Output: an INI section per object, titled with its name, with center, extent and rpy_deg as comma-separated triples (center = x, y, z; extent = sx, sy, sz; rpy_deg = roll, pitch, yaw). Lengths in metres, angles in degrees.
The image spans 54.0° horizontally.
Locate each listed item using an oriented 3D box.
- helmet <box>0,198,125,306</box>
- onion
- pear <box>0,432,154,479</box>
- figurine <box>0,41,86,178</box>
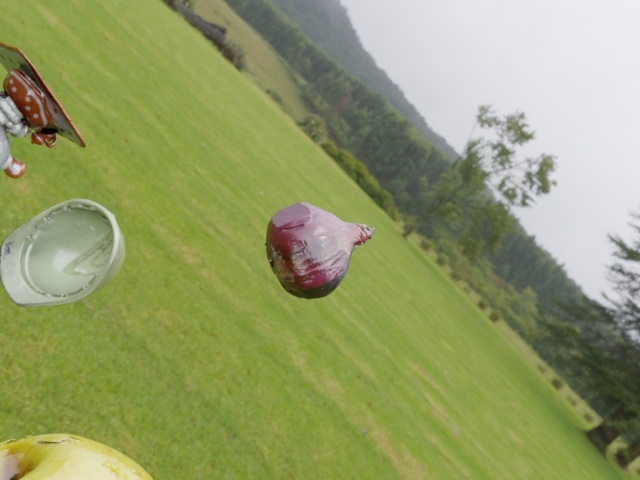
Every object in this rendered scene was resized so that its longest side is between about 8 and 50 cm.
[helmet]
center = -0.493, 0.036, 1.272
extent = 0.137, 0.257, 0.204
rpy_deg = 47, 24, -72
[onion]
center = 0.000, 0.000, 1.227
extent = 0.195, 0.218, 0.140
rpy_deg = -109, 180, -57
[pear]
center = -0.324, 0.393, 0.696
extent = 0.348, 0.348, 0.348
rpy_deg = 40, 11, -9
[figurine]
center = -0.525, -0.164, 0.967
extent = 0.160, 0.226, 0.183
rpy_deg = 25, -30, 39
